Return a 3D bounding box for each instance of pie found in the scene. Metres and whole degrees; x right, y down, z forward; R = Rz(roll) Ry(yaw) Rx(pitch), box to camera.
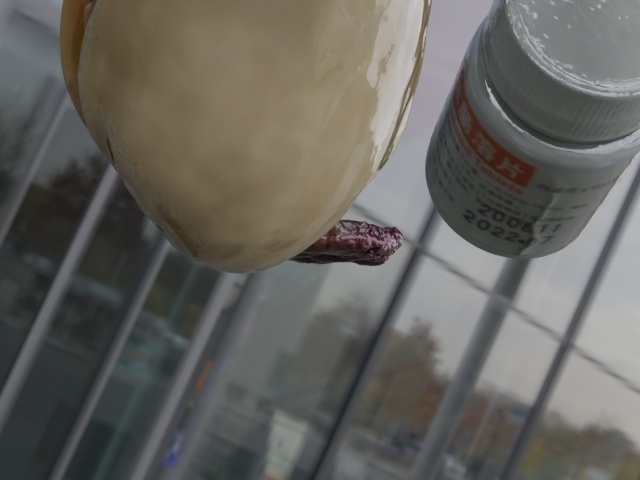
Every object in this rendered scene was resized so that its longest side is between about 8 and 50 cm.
[{"bbox_3d":[0.000,0.000,1.413,0.154,0.036,0.154,3,-5,0],"label":"pie"}]

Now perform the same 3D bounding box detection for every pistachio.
[{"bbox_3d":[-0.040,-0.120,0.967,0.230,0.309,0.230,15,28,-8],"label":"pistachio"}]

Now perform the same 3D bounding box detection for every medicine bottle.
[{"bbox_3d":[0.239,-0.141,1.629,0.211,0.211,0.371,24,-24,4],"label":"medicine bottle"}]
